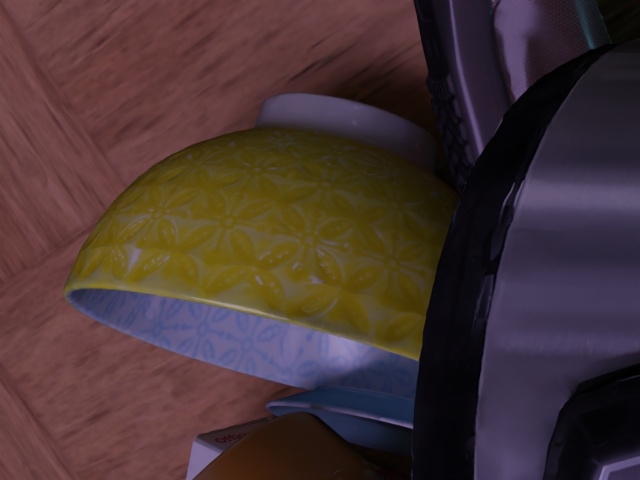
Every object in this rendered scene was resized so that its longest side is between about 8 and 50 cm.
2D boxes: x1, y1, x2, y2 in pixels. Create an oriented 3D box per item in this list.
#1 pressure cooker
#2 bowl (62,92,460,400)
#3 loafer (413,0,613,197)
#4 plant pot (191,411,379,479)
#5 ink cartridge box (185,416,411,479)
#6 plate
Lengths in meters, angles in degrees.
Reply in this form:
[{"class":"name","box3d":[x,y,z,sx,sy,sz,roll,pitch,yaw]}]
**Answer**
[{"class":"pressure cooker","box3d":[0.293,0.083,0.737,0.420,0.375,0.370,4,154,32]},{"class":"bowl","box3d":[0.000,0.000,1.074,0.289,0.289,0.156,7,77,33]},{"class":"loafer","box3d":[0.106,-0.186,0.957,0.130,0.134,0.366,-15,106,-4]},{"class":"plant pot","box3d":[-0.001,0.241,1.052,0.188,0.205,0.205,38,132,22]},{"class":"ink cartridge box","box3d":[-0.016,0.182,1.238,0.135,0.099,0.056,20,106,33]},{"class":"plate","box3d":[0.057,0.123,1.146,0.188,0.188,0.024,6,77,33]}]
